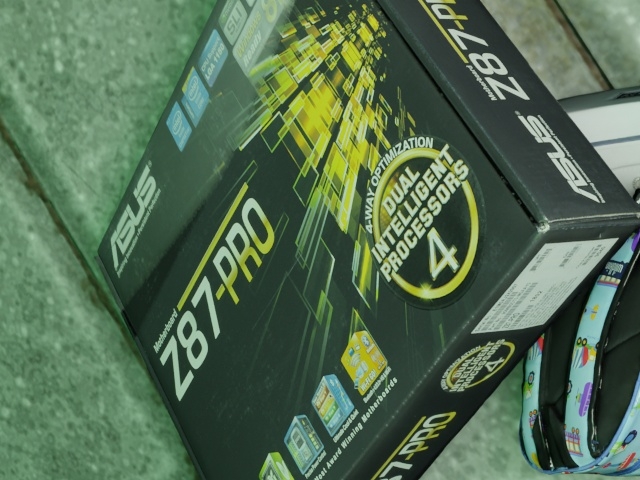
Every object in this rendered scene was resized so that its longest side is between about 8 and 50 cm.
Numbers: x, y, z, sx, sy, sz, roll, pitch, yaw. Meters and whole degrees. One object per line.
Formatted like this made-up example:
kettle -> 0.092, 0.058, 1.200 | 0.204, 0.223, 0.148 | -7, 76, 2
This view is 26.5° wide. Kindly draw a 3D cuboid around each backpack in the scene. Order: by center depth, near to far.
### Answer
backpack -> 0.195, 0.068, 0.828 | 0.117, 0.173, 0.158 | 22, 161, -15

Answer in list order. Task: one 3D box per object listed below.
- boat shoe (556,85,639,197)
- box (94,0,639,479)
boat shoe -> 0.240, -0.056, 0.849 | 0.258, 0.095, 0.084 | -1, 107, 44
box -> 0.000, 0.000, 0.929 | 0.395, 0.097, 0.318 | -57, 50, 39
